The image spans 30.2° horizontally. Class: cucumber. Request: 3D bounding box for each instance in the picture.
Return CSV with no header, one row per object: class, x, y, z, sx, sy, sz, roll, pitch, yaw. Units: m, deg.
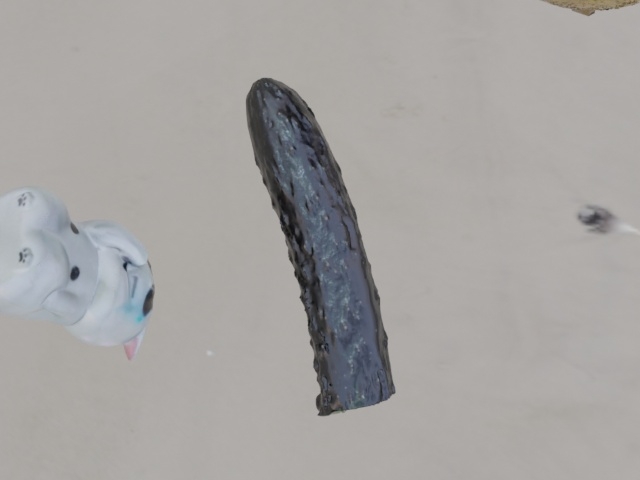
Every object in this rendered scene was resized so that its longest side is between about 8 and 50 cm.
cucumber,0.000,0.000,1.050,0.081,0.072,0.303,-13,90,-4

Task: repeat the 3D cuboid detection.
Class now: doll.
doll,-0.215,0.028,1.020,0.180,0.107,0.110,26,47,-42

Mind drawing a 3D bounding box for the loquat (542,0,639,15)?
loquat,0.228,-0.302,0.974,0.235,0.235,0.235,-3,96,-27
